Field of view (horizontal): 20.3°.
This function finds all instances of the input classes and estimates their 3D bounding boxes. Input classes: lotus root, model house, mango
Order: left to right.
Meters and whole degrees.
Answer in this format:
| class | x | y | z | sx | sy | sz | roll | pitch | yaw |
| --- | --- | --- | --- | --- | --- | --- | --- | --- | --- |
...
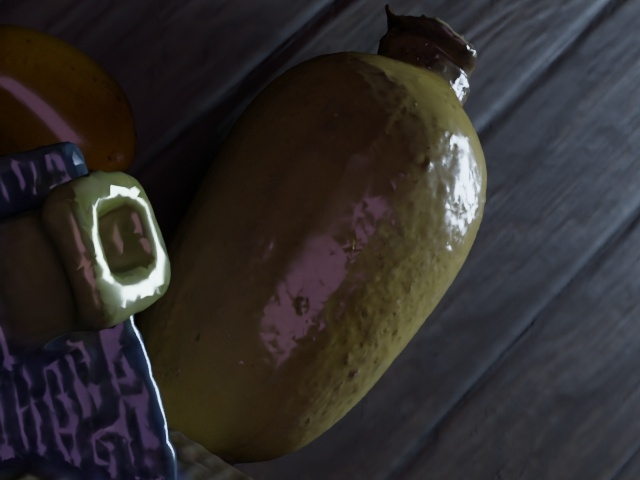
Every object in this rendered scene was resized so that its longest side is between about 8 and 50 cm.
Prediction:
| class | x | y | z | sx | sy | sz | roll | pitch | yaw |
| --- | --- | --- | --- | --- | --- | --- | --- | --- | --- |
| model house | -0.182 | 0.104 | 0.761 | 0.261 | 0.266 | 0.321 | -28 | 103 | -69 |
| mango | -0.149 | -0.069 | 0.944 | 0.114 | 0.060 | 0.080 | 30 | 72 | -22 |
| lotus root | -0.001 | -0.002 | 0.984 | 0.146 | 0.131 | 0.303 | 41 | 71 | -23 |
